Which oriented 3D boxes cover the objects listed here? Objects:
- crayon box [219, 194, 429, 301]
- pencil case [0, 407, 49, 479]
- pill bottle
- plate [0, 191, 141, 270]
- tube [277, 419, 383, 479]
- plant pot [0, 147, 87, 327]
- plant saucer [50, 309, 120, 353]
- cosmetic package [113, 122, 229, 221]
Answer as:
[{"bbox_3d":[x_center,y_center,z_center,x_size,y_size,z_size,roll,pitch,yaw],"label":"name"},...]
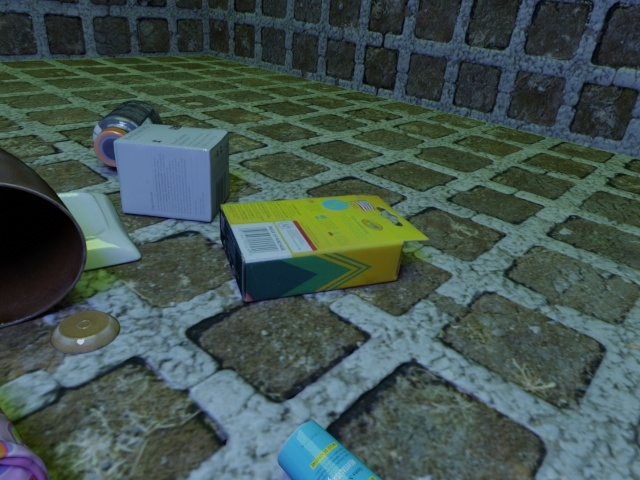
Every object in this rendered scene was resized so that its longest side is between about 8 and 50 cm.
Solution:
[{"bbox_3d":[0.000,0.000,0.814,0.319,0.081,0.202,-6,30,-19],"label":"crayon box"},{"bbox_3d":[-0.360,0.166,0.405,0.284,0.124,0.124,22,32,30],"label":"pencil case"},{"bbox_3d":[-0.487,-0.265,1.171,0.131,0.130,0.245,2,28,-7],"label":"pill bottle"},{"bbox_3d":[-0.486,-0.019,0.801,0.277,0.045,0.278,-13,33,-30],"label":"plate"},{"bbox_3d":[0.050,0.246,0.405,0.207,0.052,0.080,32,48,31],"label":"tube"},{"bbox_3d":[-0.455,-0.036,0.623,0.215,0.215,0.230,-13,41,-31],"label":"plant pot"},{"bbox_3d":[-0.309,0.115,0.611,0.084,0.015,0.083,4,28,-2],"label":"plant saucer"},{"bbox_3d":[-0.294,-0.142,0.951,0.184,0.151,0.151,6,27,1],"label":"cosmetic package"}]
